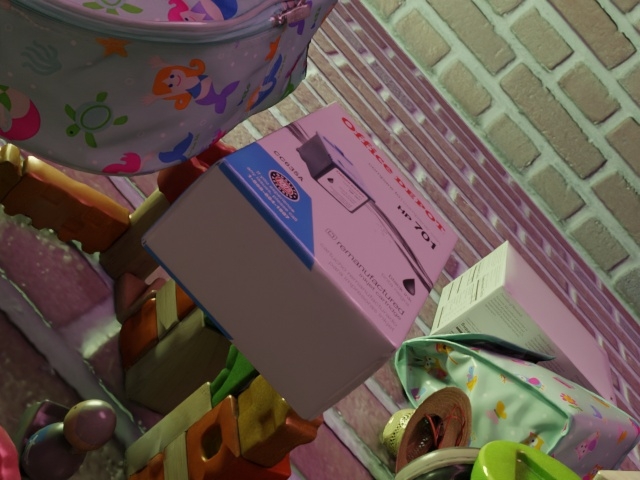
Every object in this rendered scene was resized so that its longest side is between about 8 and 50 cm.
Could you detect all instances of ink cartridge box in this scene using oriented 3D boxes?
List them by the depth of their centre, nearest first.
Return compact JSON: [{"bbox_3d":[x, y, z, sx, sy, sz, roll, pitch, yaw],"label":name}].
[{"bbox_3d":[0.000,0.000,0.514,0.139,0.082,0.190,47,28,-1],"label":"ink cartridge box"}]

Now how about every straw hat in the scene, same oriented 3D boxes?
[{"bbox_3d":[0.107,0.222,0.920,0.061,0.144,0.144,15,-4,42],"label":"straw hat"}]

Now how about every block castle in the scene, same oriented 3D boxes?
[{"bbox_3d":[-0.151,0.045,0.545,0.303,0.213,0.453,32,29,-36],"label":"block castle"}]

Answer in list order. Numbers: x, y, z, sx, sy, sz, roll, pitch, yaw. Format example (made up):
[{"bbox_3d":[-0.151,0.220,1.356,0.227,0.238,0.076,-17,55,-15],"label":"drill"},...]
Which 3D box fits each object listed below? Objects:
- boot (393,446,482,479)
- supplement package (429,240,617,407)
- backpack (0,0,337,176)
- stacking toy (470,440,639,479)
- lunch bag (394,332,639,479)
[{"bbox_3d":[0.224,0.396,0.792,0.377,0.138,0.284,45,23,-25],"label":"boot"},{"bbox_3d":[0.324,0.166,1.293,0.262,0.145,0.204,48,23,-5],"label":"supplement package"},{"bbox_3d":[-0.113,-0.161,0.470,0.225,0.191,0.253,33,44,7],"label":"backpack"},{"bbox_3d":[0.255,0.328,0.726,0.309,0.130,0.279,16,19,-23],"label":"stacking toy"},{"bbox_3d":[0.243,0.216,1.052,0.223,0.160,0.262,20,12,-44],"label":"lunch bag"}]
